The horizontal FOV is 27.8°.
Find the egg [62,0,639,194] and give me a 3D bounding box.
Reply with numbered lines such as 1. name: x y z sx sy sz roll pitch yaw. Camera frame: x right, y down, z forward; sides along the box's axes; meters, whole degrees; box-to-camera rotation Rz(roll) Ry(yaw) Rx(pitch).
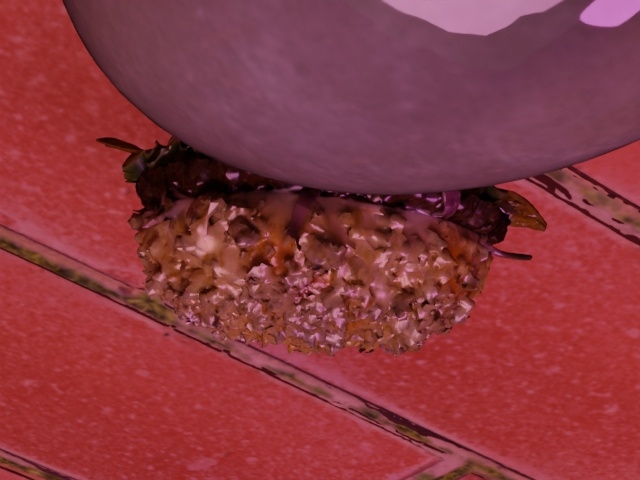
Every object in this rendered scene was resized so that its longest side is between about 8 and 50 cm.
1. egg: 0.048 -0.148 0.539 0.352 0.258 0.258 -13 137 22

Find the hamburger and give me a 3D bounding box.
1. hamburger: 0.000 0.000 0.783 0.262 0.138 0.243 13 170 -44
